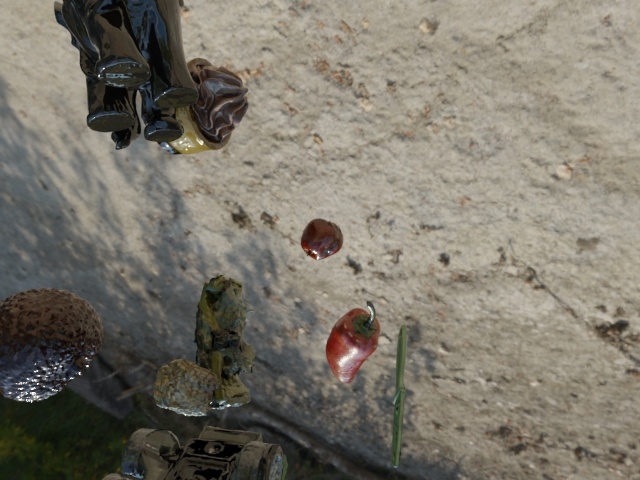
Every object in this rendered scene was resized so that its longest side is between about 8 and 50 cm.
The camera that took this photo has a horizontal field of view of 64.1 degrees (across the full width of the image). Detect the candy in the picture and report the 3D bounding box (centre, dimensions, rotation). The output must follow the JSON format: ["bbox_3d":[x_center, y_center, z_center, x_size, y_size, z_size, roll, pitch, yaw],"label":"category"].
[{"bbox_3d":[-0.250,0.276,0.958,0.085,0.095,0.110,-13,148,43],"label":"candy"}]

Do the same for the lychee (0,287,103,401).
[{"bbox_3d":[-0.623,0.221,1.134,0.261,0.260,0.260,20,145,15],"label":"lychee"}]

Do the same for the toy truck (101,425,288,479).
[{"bbox_3d":[-0.135,0.326,0.477,0.177,0.363,0.177,0,113,16],"label":"toy truck"}]

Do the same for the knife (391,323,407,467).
[{"bbox_3d":[0.158,0.297,1.018,0.020,0.292,0.043,15,146,-6],"label":"knife"}]

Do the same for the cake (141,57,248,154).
[{"bbox_3d":[-0.233,-0.275,1.042,0.178,0.208,0.185,-4,112,28],"label":"cake"}]

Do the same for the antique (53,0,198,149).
[{"bbox_3d":[-0.302,-0.309,0.807,0.322,0.185,0.254,-34,72,61],"label":"antique"}]

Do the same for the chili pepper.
[{"bbox_3d":[0.044,0.160,0.766,0.071,0.063,0.272,40,149,17],"label":"chili pepper"}]

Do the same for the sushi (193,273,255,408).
[{"bbox_3d":[-0.200,0.221,1.127,0.131,0.290,0.139,-20,155,20],"label":"sushi"}]

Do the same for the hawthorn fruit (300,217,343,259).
[{"bbox_3d":[0.000,0.000,1.046,0.093,0.093,0.093,20,145,15],"label":"hawthorn fruit"}]
